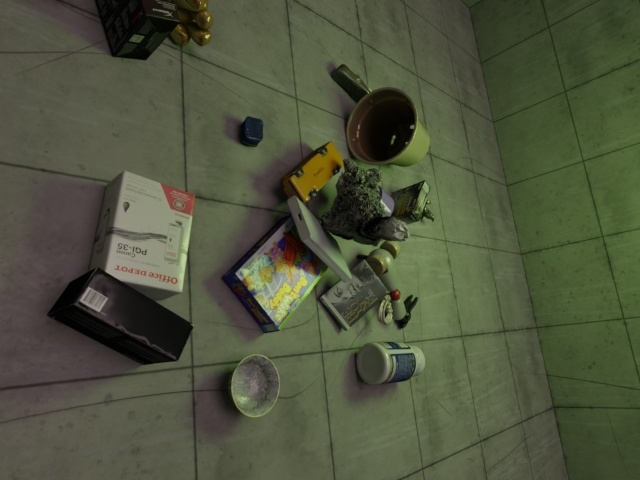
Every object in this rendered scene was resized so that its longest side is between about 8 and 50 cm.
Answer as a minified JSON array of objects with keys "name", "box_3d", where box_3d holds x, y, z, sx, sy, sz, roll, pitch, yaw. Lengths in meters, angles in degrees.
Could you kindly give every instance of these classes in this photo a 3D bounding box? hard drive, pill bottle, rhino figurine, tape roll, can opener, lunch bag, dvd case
[{"name":"hard drive","box_3d":[0.000,0.000,1.561,0.307,0.040,0.203,46,17,-48]},{"name":"pill bottle","box_3d":[0.275,0.464,1.720,0.265,0.153,0.153,11,68,-43]},{"name":"rhino figurine","box_3d":[0.488,-0.173,2.201,0.243,0.106,0.073,44,75,-27]},{"name":"tape roll","box_3d":[0.199,-0.129,1.824,0.080,0.189,0.188,37,52,-31]},{"name":"can opener","box_3d":[0.378,0.299,1.966,0.059,0.073,0.186,26,44,10]},{"name":"lunch bag","box_3d":[-0.239,-0.377,1.554,0.067,0.065,0.098,9,70,-27]},{"name":"dvd case","box_3d":[0.126,0.202,1.663,0.221,0.018,0.164,-40,102,-10]}]

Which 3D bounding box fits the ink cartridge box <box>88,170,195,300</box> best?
[{"name":"ink cartridge box","box_3d":[-0.454,-0.005,1.164,0.207,0.117,0.282,19,63,-41]}]

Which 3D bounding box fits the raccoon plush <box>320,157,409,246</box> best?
[{"name":"raccoon plush","box_3d":[0.200,-0.142,1.581,0.216,0.447,0.298,24,81,-39]}]

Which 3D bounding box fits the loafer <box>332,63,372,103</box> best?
[{"name":"loafer","box_3d":[0.167,-0.717,2.065,0.251,0.094,0.087,36,58,-32]}]

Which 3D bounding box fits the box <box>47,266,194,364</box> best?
[{"name":"box","box_3d":[-0.459,0.186,1.045,0.261,0.184,0.103,41,48,-29]}]

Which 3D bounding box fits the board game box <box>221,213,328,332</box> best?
[{"name":"board game box","box_3d":[-0.131,0.099,1.488,0.233,0.078,0.347,55,45,-16]}]

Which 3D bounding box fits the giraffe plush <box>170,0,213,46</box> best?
[{"name":"giraffe plush","box_3d":[-0.429,-0.744,1.444,0.211,0.181,0.170,17,47,-3]}]

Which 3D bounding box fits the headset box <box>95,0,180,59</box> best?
[{"name":"headset box","box_3d":[-0.530,-0.696,1.255,0.110,0.218,0.293,-17,88,-49]}]

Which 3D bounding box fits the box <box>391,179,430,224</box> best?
[{"name":"box","box_3d":[0.382,-0.157,2.026,0.056,0.183,0.231,49,48,-23]}]

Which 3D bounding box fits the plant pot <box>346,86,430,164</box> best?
[{"name":"plant pot","box_3d":[0.336,-0.470,2.019,0.306,0.334,0.333,8,70,-55]}]

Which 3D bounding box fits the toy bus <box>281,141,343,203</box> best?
[{"name":"toy bus","box_3d":[-0.033,-0.249,1.671,0.108,0.130,0.332,57,45,-17]}]

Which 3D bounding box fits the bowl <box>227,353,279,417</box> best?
[{"name":"bowl","box_3d":[-0.207,0.417,1.297,0.170,0.080,0.170,17,65,-42]}]

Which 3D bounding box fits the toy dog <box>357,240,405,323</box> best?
[{"name":"toy dog","box_3d":[0.239,0.163,1.825,0.220,0.161,0.333,-5,95,-49]}]
